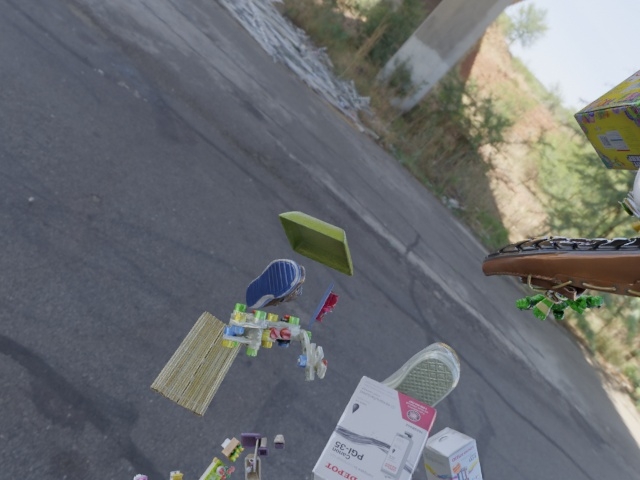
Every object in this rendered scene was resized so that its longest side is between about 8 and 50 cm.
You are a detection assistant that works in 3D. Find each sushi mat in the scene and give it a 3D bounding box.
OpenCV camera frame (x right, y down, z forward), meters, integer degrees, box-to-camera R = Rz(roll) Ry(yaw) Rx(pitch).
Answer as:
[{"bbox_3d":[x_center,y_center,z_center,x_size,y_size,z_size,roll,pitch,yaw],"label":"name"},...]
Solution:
[{"bbox_3d":[-0.326,0.331,1.421,0.151,0.019,0.317,33,34,-5],"label":"sushi mat"}]

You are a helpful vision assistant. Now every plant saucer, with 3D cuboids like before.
[{"bbox_3d":[0.000,0.000,1.292,0.188,0.045,0.188,23,-23,22],"label":"plant saucer"}]

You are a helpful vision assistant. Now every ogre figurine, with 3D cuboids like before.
[{"bbox_3d":[0.634,0.163,1.366,0.118,0.196,0.097,2,63,-65],"label":"ogre figurine"}]

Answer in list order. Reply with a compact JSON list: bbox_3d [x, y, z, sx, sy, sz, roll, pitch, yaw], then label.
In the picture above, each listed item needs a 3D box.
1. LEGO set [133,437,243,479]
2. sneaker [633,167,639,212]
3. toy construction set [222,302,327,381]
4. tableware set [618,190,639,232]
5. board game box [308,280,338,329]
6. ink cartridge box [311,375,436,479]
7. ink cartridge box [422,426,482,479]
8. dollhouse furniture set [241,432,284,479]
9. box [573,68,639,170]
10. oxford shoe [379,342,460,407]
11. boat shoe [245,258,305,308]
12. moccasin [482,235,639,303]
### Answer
[{"bbox_3d":[-0.296,0.592,1.240,0.286,0.107,0.132,-10,89,-33],"label":"LEGO set"},{"bbox_3d":[0.540,-0.131,0.722,0.090,0.232,0.115,41,12,17],"label":"sneaker"},{"bbox_3d":[-0.125,0.270,1.437,0.327,0.151,0.215,29,-11,-21],"label":"toy construction set"},{"bbox_3d":[0.683,-0.053,1.097,0.154,0.024,0.104,-21,71,-50],"label":"tableware set"},{"bbox_3d":[0.015,0.172,1.322,0.033,0.133,0.169,29,0,0],"label":"board game box"},{"bbox_3d":[0.131,0.503,1.231,0.207,0.117,0.283,21,47,18],"label":"ink cartridge box"},{"bbox_3d":[0.420,0.719,1.641,0.128,0.127,0.176,-17,99,-31],"label":"ink cartridge box"},{"bbox_3d":[-0.119,0.463,1.037,0.090,0.115,0.081,2,23,-1],"label":"dollhouse furniture set"},{"bbox_3d":[0.800,-0.308,1.166,0.177,0.279,0.290,54,9,-6],"label":"box"},{"bbox_3d":[0.251,0.446,1.495,0.169,0.449,0.130,45,36,10],"label":"oxford shoe"},{"bbox_3d":[-0.070,0.078,0.929,0.066,0.183,0.066,6,70,-32],"label":"boat shoe"},{"bbox_3d":[0.515,0.067,1.045,0.139,0.379,0.147,-22,106,-49],"label":"moccasin"}]
